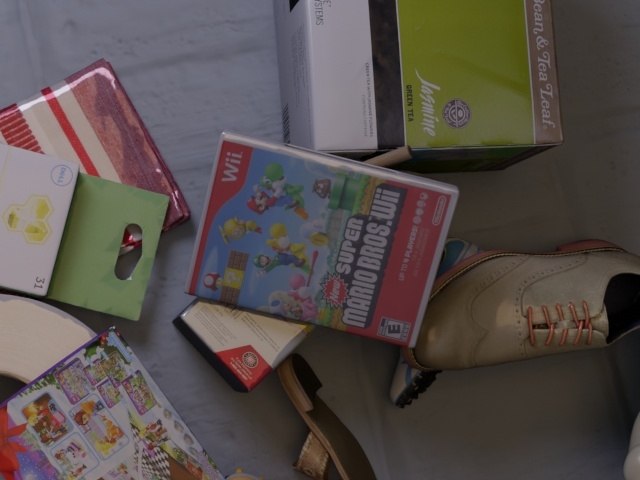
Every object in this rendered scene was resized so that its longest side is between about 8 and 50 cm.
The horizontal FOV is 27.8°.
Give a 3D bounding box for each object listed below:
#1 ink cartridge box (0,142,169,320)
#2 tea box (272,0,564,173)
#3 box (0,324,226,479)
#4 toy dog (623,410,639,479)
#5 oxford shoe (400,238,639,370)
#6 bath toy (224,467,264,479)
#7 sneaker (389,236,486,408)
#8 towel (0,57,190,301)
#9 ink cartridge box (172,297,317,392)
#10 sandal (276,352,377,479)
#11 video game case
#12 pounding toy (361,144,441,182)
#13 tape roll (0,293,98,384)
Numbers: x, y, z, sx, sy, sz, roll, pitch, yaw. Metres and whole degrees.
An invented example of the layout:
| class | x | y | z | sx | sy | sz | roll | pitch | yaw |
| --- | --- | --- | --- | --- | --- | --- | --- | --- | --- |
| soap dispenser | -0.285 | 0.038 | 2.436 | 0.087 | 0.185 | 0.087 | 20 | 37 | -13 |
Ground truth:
| class | x | y | z | sx | sy | sz | roll | pitch | yaw |
| --- | --- | --- | --- | --- | --- | --- | --- | --- | --- |
| ink cartridge box | -0.316 | -0.010 | 1.580 | 0.235 | 0.056 | 0.171 | 14 | 80 | -7 |
| tea box | 0.115 | -0.259 | 1.656 | 0.323 | 0.220 | 0.329 | -2 | 84 | -12 |
| box | -0.235 | 0.272 | 1.488 | 0.201 | 0.057 | 0.293 | -35 | 92 | -10 |
| toy dog | 0.550 | 0.242 | 1.619 | 0.395 | 0.284 | 0.408 | -30 | 118 | -32 |
| oxford shoe | 0.284 | 0.084 | 1.642 | 0.397 | 0.146 | 0.141 | -17 | 110 | -28 |
| bath toy | -0.042 | 0.381 | 1.606 | 0.348 | 0.129 | 0.151 | 28 | 123 | -7 |
| sneaker | 0.142 | 0.107 | 1.702 | 0.086 | 0.085 | 0.237 | 23 | 82 | 18 |
| towel | -0.356 | -0.055 | 1.622 | 0.329 | 0.037 | 0.237 | -30 | 90 | -14 |
| ink cartridge box | -0.077 | 0.085 | 1.621 | 0.176 | 0.127 | 0.128 | -43 | 92 | -12 |
| sandal | -0.009 | 0.261 | 1.655 | 0.079 | 0.088 | 0.240 | -26 | 99 | 19 |
| video game case | 0.000 | 0.000 | 1.516 | 0.285 | 0.025 | 0.204 | 14 | 106 | -3 |
| pounding toy | 0.068 | -0.012 | 1.605 | 0.182 | 0.237 | 0.110 | -9 | 67 | 19 |
| tape roll | -0.397 | 0.256 | 1.525 | 0.391 | 0.072 | 0.392 | 1 | 84 | -13 |
